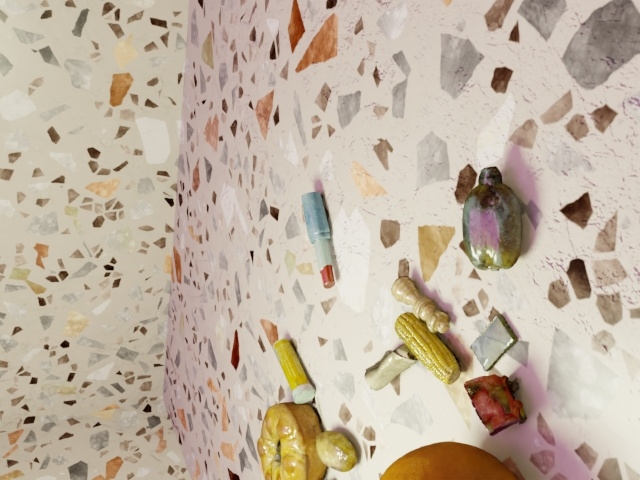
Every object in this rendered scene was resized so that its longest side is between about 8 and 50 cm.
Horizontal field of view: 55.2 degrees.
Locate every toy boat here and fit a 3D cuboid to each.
[{"bbox_3d":[0.335,0.201,1.190,0.063,0.016,0.115,64,145,34],"label":"toy boat"}]

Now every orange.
[{"bbox_3d":[0.237,0.531,1.130,0.312,0.311,0.313,19,112,60],"label":"orange"}]

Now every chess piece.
[{"bbox_3d":[0.224,0.146,1.349,0.172,0.060,0.060,47,135,48],"label":"chess piece"}]

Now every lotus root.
[{"bbox_3d":[0.312,-0.039,1.115,0.113,0.088,0.192,0,95,46],"label":"lotus root"}]

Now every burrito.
[{"bbox_3d":[0.171,0.296,1.461,0.060,0.087,0.226,39,139,1],"label":"burrito"}]

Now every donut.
[{"bbox_3d":[-0.093,0.664,1.942,0.317,0.150,0.300,-29,69,61],"label":"donut"}]

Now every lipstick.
[{"bbox_3d":[0.000,0.000,1.733,0.068,0.061,0.274,-31,67,57],"label":"lipstick"}]

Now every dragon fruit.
[{"bbox_3d":[0.334,0.304,1.134,0.147,0.096,0.102,47,-158,-59],"label":"dragon fruit"}]

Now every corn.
[{"bbox_3d":[0.232,0.231,1.330,0.203,0.071,0.072,49,136,47],"label":"corn"}]

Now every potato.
[{"bbox_3d":[0.046,0.598,1.741,0.170,0.079,0.107,-15,81,57],"label":"potato"}]

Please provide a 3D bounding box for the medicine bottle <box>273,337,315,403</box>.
[{"bbox_3d":[-0.090,0.417,1.973,0.218,0.073,0.074,59,143,41],"label":"medicine bottle"}]
